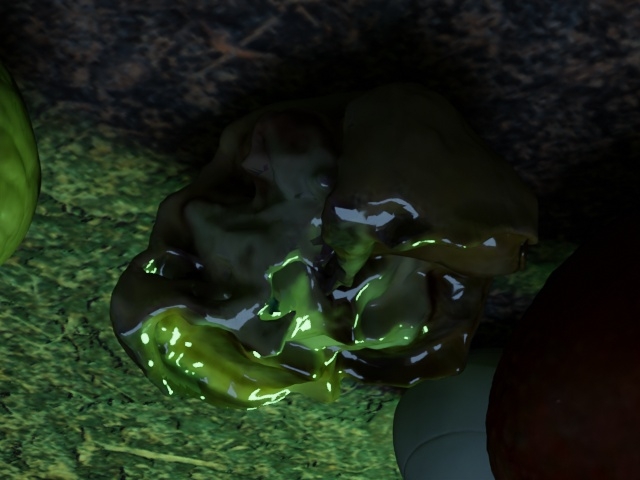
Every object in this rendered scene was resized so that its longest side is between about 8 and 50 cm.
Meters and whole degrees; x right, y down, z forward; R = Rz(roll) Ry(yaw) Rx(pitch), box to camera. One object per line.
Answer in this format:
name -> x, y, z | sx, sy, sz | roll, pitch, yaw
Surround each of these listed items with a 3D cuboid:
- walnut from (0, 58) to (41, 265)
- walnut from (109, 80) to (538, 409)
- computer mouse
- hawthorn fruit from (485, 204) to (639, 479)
walnut -> -0.246, -0.029, 0.606 | 0.228, 0.228, 0.228 | 1, 143, 0
walnut -> 0.010, 0.002, 0.699 | 0.238, 0.141, 0.204 | -25, 148, 30
computer mouse -> 0.183, 0.196, 0.905 | 0.297, 0.121, 0.184 | 39, 137, -11
hawthorn fruit -> 0.242, 0.078, 0.711 | 0.265, 0.307, 0.265 | 29, 179, 0
